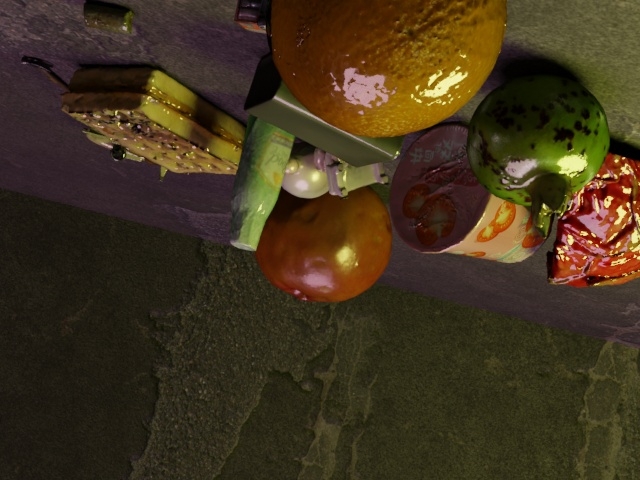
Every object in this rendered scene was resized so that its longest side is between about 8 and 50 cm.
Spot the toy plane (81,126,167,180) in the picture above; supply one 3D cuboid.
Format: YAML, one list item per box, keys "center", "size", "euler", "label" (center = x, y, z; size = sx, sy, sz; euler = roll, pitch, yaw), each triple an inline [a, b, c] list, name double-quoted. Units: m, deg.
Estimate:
- center: [-0.458, -0.232, 2.350]
  size: [0.256, 0.104, 0.242]
  euler: [25, -178, -15]
  label: "toy plane"

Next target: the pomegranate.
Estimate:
- center: [0.324, -0.125, 1.407]
  size: [0.211, 0.263, 0.211]
  euler: [-6, 149, -3]
  label: "pomegranate"

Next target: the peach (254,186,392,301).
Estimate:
- center: [0.000, 0.000, 2.319]
  size: [0.343, 0.301, 0.343]
  euler: [13, 170, 3]
  label: "peach"

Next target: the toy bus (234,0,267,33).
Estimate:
- center: [-0.024, -0.320, 1.367]
  size: [0.192, 0.065, 0.077]
  euler: [12, 180, 17]
  label: "toy bus"

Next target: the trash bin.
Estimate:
- center: [0.011, -0.229, 1.632]
  size: [0.241, 0.122, 0.164]
  euler: [22, 169, -22]
  label: "trash bin"

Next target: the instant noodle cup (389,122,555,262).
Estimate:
- center: [0.289, -0.071, 1.777]
  size: [0.231, 0.242, 0.243]
  euler: [17, 171, -42]
  label: "instant noodle cup"

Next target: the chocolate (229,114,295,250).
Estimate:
- center: [-0.119, -0.125, 1.877]
  size: [0.110, 0.291, 0.110]
  euler: [12, 168, 3]
  label: "chocolate"

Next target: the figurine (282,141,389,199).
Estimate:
- center: [0.008, -0.150, 1.990]
  size: [0.257, 0.182, 0.144]
  euler: [3, 129, 54]
  label: "figurine"

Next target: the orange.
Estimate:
- center: [0.072, -0.246, 1.072]
  size: [0.274, 0.274, 0.274]
  euler: [15, 169, 3]
  label: "orange"

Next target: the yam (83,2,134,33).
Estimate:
- center: [-0.359, -0.373, 1.609]
  size: [0.094, 0.043, 0.043]
  euler: [12, 169, 10]
  label: "yam"

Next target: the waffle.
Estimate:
- center: [-0.328, -0.244, 2.032]
  size: [0.261, 0.114, 0.376]
  euler: [9, 167, 35]
  label: "waffle"

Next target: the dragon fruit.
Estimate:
- center: [0.483, -0.066, 1.692]
  size: [0.240, 0.302, 0.330]
  euler: [42, 180, 40]
  label: "dragon fruit"

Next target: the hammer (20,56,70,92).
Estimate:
- center: [-0.580, -0.355, 2.088]
  size: [0.062, 0.017, 0.182]
  euler: [13, 171, 15]
  label: "hammer"
